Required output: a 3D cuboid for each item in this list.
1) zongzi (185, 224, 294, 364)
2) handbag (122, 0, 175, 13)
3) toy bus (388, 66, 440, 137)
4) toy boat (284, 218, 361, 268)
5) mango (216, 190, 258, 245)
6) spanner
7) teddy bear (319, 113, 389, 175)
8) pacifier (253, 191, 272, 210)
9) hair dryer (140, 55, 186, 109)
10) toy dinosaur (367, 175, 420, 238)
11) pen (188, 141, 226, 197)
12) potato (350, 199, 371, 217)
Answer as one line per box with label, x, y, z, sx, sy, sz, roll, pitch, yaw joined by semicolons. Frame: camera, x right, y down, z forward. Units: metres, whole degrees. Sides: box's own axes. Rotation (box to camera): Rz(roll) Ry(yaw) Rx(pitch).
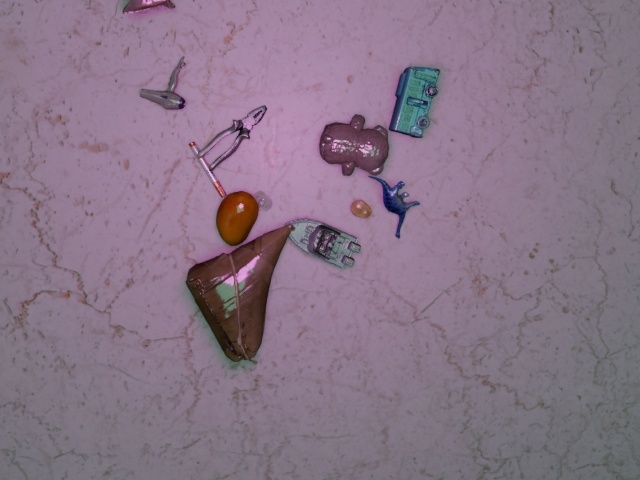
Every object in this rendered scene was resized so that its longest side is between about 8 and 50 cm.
zongzi;-0.223;0.246;1.822;0.466;0.218;0.500;-24;102;0
handbag;-0.642;-0.924;1.604;0.182;0.117;0.271;-22;103;-14
toy bus;0.356;-0.532;1.766;0.146;0.128;0.256;12;102;-6
toy boat;0.000;0.000;1.857;0.319;0.092;0.141;23;97;-8
mango;-0.331;-0.088;1.797;0.151;0.120;0.221;27;105;-11
spanner;-0.327;-0.402;1.768;0.325;0.040;0.096;-43;106;-1
teddy bear;0.128;-0.362;1.766;0.266;0.151;0.236;6;103;-5
pacifier;-0.234;-0.150;1.821;0.068;0.064;0.083;-40;101;13
hair dryer;-0.585;-0.587;1.714;0.167;0.067;0.199;1;91;0
toy dinosaur;0.307;-0.166;1.854;0.144;0.076;0.329;-35;123;-7
pen;-0.438;-0.275;1.796;0.028;0.028;0.239;-30;102;1
potato;0.165;-0.126;1.863;0.083;0.062;0.068;36;127;12
